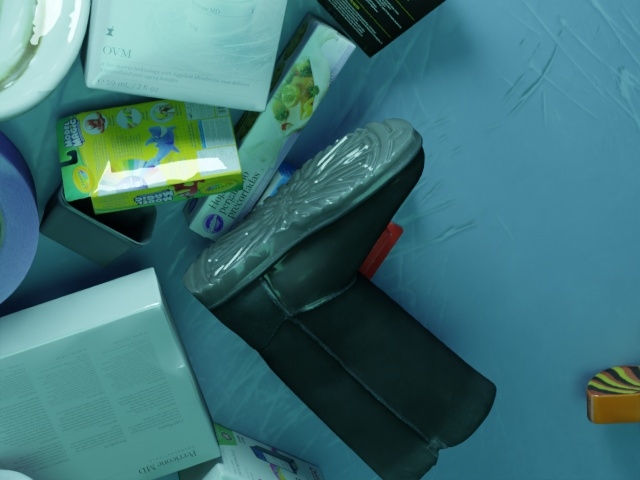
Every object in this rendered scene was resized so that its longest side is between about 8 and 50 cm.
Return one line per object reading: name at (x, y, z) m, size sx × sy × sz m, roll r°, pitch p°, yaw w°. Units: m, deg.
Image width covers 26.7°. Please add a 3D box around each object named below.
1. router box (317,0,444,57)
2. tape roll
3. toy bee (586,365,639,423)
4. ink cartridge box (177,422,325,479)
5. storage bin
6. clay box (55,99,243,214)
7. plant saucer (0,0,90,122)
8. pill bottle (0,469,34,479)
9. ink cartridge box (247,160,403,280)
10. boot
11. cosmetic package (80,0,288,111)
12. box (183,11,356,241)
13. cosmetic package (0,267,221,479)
router box at (0.058, -0.335, 1.707) m, size 0.133 × 0.046 × 0.179 m, roll -35°, pitch 124°, yaw 17°
tape roll at (-0.498, -0.029, 1.712) m, size 0.275 × 0.090 × 0.274 m, roll -5°, pitch 114°, yaw -12°
toy bee at (0.562, 0.236, 2.076) m, size 0.298 × 0.162 × 0.195 m, roll 20°, pitch 119°, yaw 5°
ink cartridge box at (-0.089, 0.365, 1.955) m, size 0.212 × 0.154 × 0.093 m, roll 29°, pitch 103°, yaw -22°
storage bin at (-0.297, -0.032, 1.766) m, size 0.135 × 0.098 × 0.091 m, roll 31°, pitch 131°, yaw -25°
clay box at (-0.218, -0.110, 1.718) m, size 0.222 × 0.127 × 0.053 m, roll -10°, pitch 154°, yaw -5°
plant saucer at (-0.432, -0.321, 1.500) m, size 0.101 × 0.400 × 0.400 m, roll -6°, pitch 125°, yaw 36°
pill bottle at (-0.373, 0.484, 1.787) m, size 0.210 × 0.210 × 0.363 m, roll -28°, pitch 131°, yaw 0°
ink cartridge box at (0.000, 0.000, 1.852) m, size 0.231 × 0.078 × 0.134 m, roll 27°, pitch 106°, yaw -24°
boot at (0.097, 0.096, 1.790) m, size 0.367 × 0.146 × 0.445 m, roll -35°, pitch 116°, yaw 17°
cosmetic package at (-0.163, -0.293, 1.647) m, size 0.224 × 0.138 × 0.224 m, roll 6°, pitch 111°, yaw -16°
box at (-0.070, -0.145, 1.777) m, size 0.063 × 0.067 × 0.324 m, roll 28°, pitch 106°, yaw -22°
cosmetic package at (-0.353, 0.224, 1.797) m, size 0.377 × 0.097 × 0.284 m, roll -18°, pitch 123°, yaw -3°
